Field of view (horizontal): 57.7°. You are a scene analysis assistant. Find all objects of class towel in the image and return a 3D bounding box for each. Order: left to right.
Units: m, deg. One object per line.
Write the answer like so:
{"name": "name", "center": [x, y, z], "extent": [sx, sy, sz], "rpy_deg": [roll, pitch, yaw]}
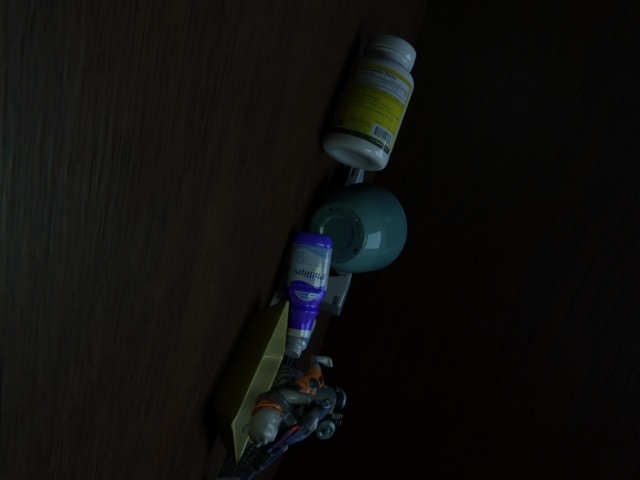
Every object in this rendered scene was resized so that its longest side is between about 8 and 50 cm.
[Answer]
{"name": "towel", "center": [0.090, -0.194, 2.176], "extent": [0.324, 0.056, 0.312], "rpy_deg": [-55, 163, -63]}

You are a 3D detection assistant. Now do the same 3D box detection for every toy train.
{"name": "toy train", "center": [-0.063, 0.604, 2.109], "extent": [0.142, 0.333, 0.190], "rpy_deg": [-145, -110, -67]}

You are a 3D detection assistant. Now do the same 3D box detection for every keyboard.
{"name": "keyboard", "center": [-0.124, 0.501, 2.453], "extent": [0.201, 0.033, 0.317], "rpy_deg": [-14, 124, -74]}

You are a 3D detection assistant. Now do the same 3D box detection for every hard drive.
{"name": "hard drive", "center": [0.112, -0.159, 2.108], "extent": [0.319, 0.040, 0.210], "rpy_deg": [91, 16, -63]}

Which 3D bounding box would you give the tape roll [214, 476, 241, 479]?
{"name": "tape roll", "center": [-0.229, 0.717, 1.467], "extent": [0.219, 0.219, 0.072], "rpy_deg": [-63, 169, -49]}

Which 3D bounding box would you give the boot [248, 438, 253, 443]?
{"name": "boot", "center": [-0.210, 0.500, 1.661], "extent": [0.197, 0.072, 0.153], "rpy_deg": [75, 30, -82]}

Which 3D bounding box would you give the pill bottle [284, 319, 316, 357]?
{"name": "pill bottle", "center": [-0.081, 0.354, 2.170], "extent": [0.087, 0.087, 0.160], "rpy_deg": [99, 12, -54]}

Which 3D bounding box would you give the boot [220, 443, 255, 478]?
{"name": "boot", "center": [-0.273, 0.735, 1.820], "extent": [0.161, 0.083, 0.247], "rpy_deg": [107, 9, -80]}

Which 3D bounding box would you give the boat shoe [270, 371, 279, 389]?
{"name": "boat shoe", "center": [-0.189, 0.486, 1.813], "extent": [0.073, 0.073, 0.207], "rpy_deg": [55, 38, -32]}

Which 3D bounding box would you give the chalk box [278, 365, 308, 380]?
{"name": "chalk box", "center": [-0.084, 0.598, 2.263], "extent": [0.132, 0.212, 0.133], "rpy_deg": [-48, 156, -72]}

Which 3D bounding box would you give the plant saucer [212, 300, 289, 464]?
{"name": "plant saucer", "center": [-0.180, 0.348, 1.452], "extent": [0.333, 0.080, 0.333], "rpy_deg": [100, 11, -54]}

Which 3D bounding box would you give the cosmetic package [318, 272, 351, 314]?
{"name": "cosmetic package", "center": [0.030, 0.195, 2.336], "extent": [0.184, 0.151, 0.151], "rpy_deg": [89, 20, -70]}

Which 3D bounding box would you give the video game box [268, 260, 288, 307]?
{"name": "video game box", "center": [-0.102, 0.171, 1.716], "extent": [0.205, 0.048, 0.187], "rpy_deg": [91, 22, -67]}

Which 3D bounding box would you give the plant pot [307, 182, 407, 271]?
{"name": "plant pot", "center": [0.092, -0.031, 1.791], "extent": [0.235, 0.292, 0.293], "rpy_deg": [-13, 123, -64]}

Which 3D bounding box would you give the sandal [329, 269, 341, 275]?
{"name": "sandal", "center": [0.011, 0.077, 2.079], "extent": [0.303, 0.120, 0.086], "rpy_deg": [74, 13, -73]}

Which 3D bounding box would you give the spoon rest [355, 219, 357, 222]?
{"name": "spoon rest", "center": [0.084, 0.007, 2.384], "extent": [0.276, 0.084, 0.137], "rpy_deg": [-63, 180, 19]}

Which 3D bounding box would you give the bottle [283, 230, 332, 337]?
{"name": "bottle", "center": [-0.041, 0.119, 1.586], "extent": [0.092, 0.118, 0.283], "rpy_deg": [173, -74, -80]}

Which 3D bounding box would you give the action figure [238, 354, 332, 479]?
{"name": "action figure", "center": [-0.115, 0.443, 1.481], "extent": [0.341, 0.178, 0.330], "rpy_deg": [-45, 172, 14]}

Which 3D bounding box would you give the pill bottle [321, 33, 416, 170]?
{"name": "pill bottle", "center": [0.141, -0.375, 1.577], "extent": [0.188, 0.187, 0.334], "rpy_deg": [68, 41, -79]}
